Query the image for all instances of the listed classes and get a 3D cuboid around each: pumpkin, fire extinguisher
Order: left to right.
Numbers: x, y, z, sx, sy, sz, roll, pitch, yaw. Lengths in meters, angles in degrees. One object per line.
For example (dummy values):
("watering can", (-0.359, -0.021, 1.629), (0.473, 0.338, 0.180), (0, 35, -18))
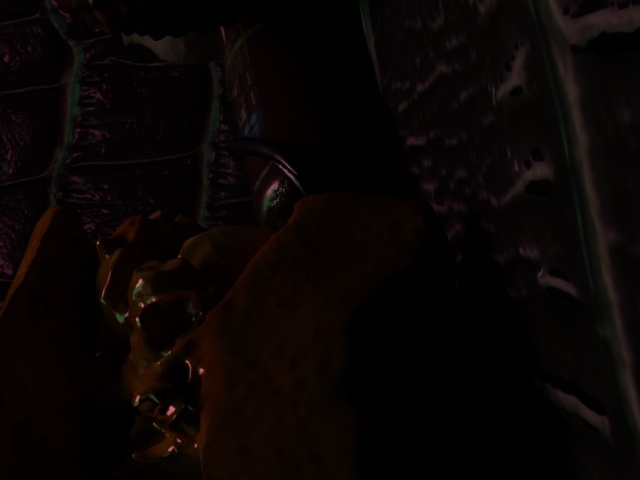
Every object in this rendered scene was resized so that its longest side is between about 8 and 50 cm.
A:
("pumpkin", (-0.058, 0.115, 0.596), (0.256, 0.303, 0.225), (74, -159, -51))
("fire extinguisher", (-0.010, -0.073, 0.820), (0.341, 0.105, 0.141), (-105, -11, -46))

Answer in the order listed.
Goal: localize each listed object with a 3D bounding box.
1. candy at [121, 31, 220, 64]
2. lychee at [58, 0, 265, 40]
("candy", (-0.204, -0.463, 1.687), (0.386, 0.186, 0.427), (-167, 70, -75))
("lychee", (-0.107, -0.250, 0.790), (0.271, 0.236, 0.236), (-106, 8, -78))
